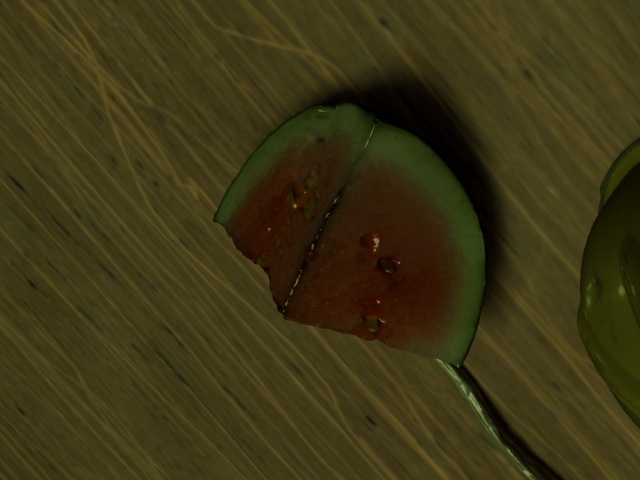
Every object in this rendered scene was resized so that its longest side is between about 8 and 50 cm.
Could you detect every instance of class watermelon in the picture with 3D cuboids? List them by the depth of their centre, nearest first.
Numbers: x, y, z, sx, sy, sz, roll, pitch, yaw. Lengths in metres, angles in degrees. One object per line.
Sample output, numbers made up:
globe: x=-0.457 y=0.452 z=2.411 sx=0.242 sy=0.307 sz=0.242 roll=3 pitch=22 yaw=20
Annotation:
watermelon: x=0.014 y=-0.011 z=1.194 sx=0.145 sy=0.137 sz=0.193 roll=-129 pitch=18 yaw=-58

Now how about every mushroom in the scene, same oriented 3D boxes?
mushroom: x=0.096 y=0.101 z=1.276 sx=0.286 sy=0.026 sz=0.028 roll=43 pitch=157 yaw=-1

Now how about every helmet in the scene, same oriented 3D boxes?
helmet: x=0.236 y=0.064 z=1.028 sx=0.257 sy=0.140 sz=0.205 roll=39 pitch=141 yaw=11
